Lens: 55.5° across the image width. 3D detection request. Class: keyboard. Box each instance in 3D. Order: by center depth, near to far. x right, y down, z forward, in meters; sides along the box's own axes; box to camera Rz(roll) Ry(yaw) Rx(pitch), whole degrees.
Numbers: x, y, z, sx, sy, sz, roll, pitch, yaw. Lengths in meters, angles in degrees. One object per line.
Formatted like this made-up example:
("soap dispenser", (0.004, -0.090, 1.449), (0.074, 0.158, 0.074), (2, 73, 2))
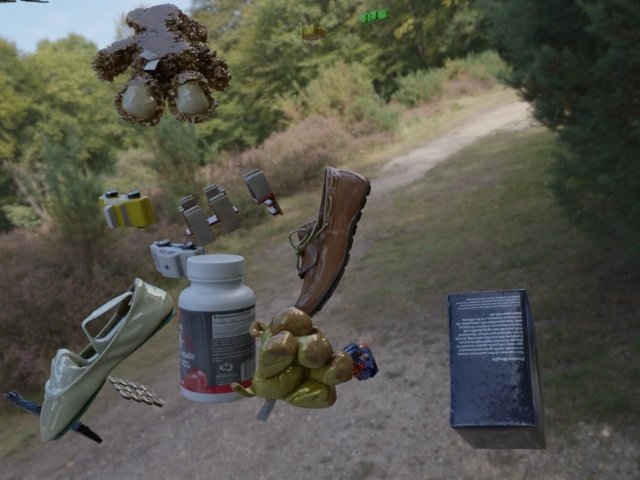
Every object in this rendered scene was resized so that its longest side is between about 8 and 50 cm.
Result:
("keyboard", (-0.774, 0.491, 1.726), (0.317, 0.201, 0.033), (7, 58, 31))

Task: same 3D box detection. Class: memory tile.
("memory tile", (-0.507, 0.416, 1.673), (0.113, 0.148, 0.012), (29, 87, 44))

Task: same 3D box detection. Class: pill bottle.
("pill bottle", (-0.238, 0.197, 1.407), (0.177, 0.318, 0.176), (0, 6, 0))

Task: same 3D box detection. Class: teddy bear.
("teddy bear", (-0.288, -0.312, 1.131), (0.245, 0.113, 0.338), (-23, 51, -16))

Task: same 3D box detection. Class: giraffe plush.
("giraffe plush", (-0.052, 0.196, 1.080), (0.210, 0.181, 0.170), (-42, 27, 28))

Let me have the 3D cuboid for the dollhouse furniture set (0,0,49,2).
("dollhouse furniture set", (-0.550, -0.485, 1.140), (0.059, 0.076, 0.151), (12, 25, 17))

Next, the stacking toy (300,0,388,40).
("stacking toy", (0.051, -0.503, 1.219), (0.221, 0.166, 0.052), (3, 1, 39))

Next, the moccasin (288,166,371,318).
("moccasin", (0.001, -0.001, 1.386), (0.147, 0.379, 0.139), (20, -17, -4))

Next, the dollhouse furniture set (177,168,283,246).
("dollhouse furniture set", (-0.248, -0.078, 1.658), (0.259, 0.135, 0.262), (-27, 18, -10))

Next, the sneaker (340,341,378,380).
("sneaker", (0.094, 0.315, 1.553), (0.083, 0.087, 0.221), (-46, -24, 17))

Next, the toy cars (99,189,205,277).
("toy cars", (-0.474, -0.008, 1.656), (0.087, 0.394, 0.176), (-38, -14, -49))

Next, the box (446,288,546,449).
("box", (0.403, 0.303, 1.379), (0.183, 0.293, 0.296), (-6, -28, 22))

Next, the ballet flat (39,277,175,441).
("ballet flat", (-0.307, 0.152, 0.821), (0.248, 0.086, 0.086), (-49, 22, -16))
